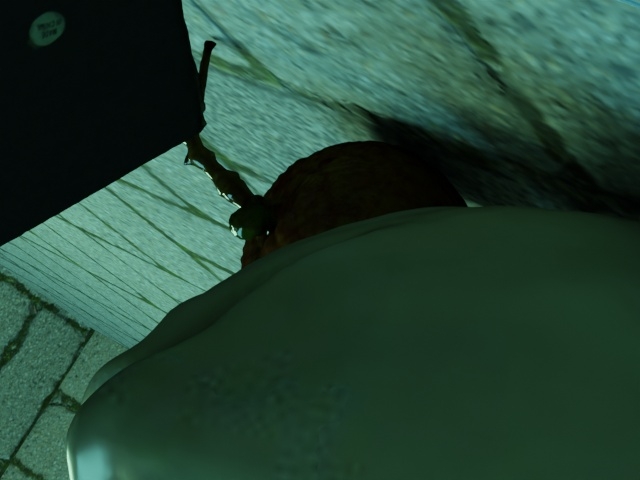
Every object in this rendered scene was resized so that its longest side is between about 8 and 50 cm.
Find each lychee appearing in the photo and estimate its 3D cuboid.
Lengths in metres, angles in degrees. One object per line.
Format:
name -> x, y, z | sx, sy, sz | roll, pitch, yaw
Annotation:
lychee -> 0.004, 0.004, 0.662 | 0.140, 0.114, 0.101 | 12, 134, 6

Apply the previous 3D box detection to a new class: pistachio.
pistachio -> 0.073, 0.097, 0.552 | 0.331, 0.226, 0.208 | 24, -155, -22

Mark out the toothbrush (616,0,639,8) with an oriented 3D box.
toothbrush -> 0.053, -0.064, 0.403 | 0.162, 0.017, 0.014 | 26, 175, 34

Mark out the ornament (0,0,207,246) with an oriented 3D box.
ornament -> -0.151, -0.109, 0.521 | 0.196, 0.166, 0.153 | 48, 158, 32
